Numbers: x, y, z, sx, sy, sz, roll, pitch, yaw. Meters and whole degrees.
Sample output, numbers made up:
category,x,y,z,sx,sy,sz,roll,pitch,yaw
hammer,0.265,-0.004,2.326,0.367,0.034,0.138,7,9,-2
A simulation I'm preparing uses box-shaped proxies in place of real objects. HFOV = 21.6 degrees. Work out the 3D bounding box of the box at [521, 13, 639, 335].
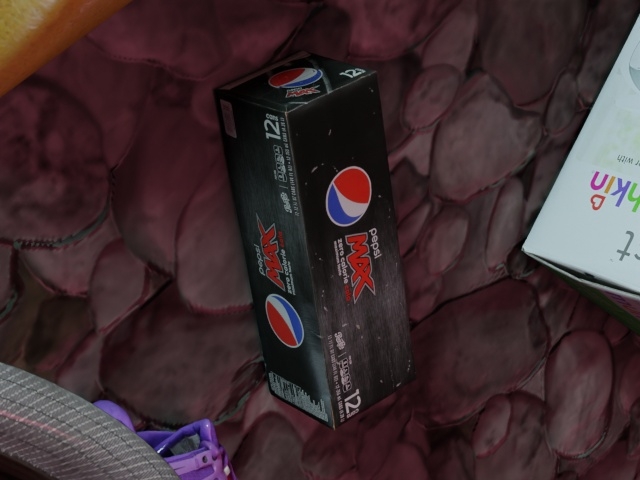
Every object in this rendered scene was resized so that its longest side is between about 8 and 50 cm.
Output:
category,x,y,z,sx,sy,sz,roll,pitch,yaw
box,0.279,-0.027,0.991,0.262,0.126,0.231,31,84,-44

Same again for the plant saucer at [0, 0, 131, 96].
category,x,y,z,sx,sy,sz,roll,pitch,yaw
plant saucer,-0.070,-0.255,0.624,0.332,0.081,0.333,-41,129,-25

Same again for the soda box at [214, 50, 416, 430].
category,x,y,z,sx,sy,sz,roll,pitch,yaw
soda box,0.000,0.000,0.797,0.060,0.053,0.169,-28,123,-33

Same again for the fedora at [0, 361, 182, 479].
category,x,y,z,sx,sy,sz,roll,pitch,yaw
fedora,-0.185,0.147,0.632,0.275,0.124,0.244,11,96,-36

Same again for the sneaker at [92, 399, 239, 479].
category,x,y,z,sx,sy,sz,roll,pitch,yaw
sneaker,-0.053,0.124,0.788,0.170,0.068,0.071,34,76,-43
